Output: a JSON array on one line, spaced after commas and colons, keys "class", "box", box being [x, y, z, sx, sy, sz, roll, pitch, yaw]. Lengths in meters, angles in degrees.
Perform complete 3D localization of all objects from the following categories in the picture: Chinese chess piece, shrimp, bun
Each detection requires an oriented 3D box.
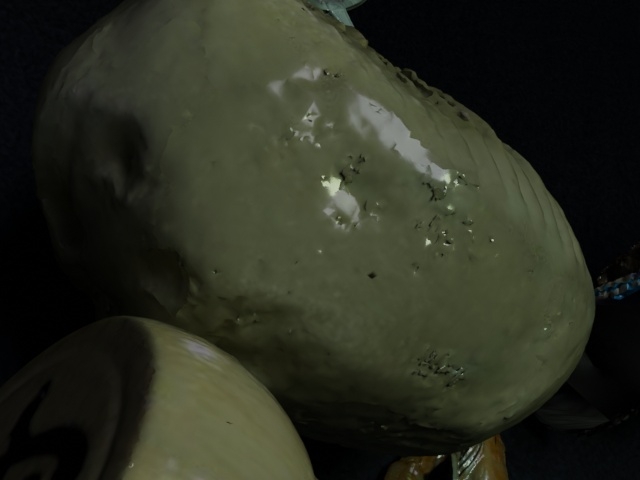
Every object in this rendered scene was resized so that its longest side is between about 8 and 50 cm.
[{"class": "Chinese chess piece", "box": [-0.115, 0.155, 0.557, 0.104, 0.257, 0.257, 42, 43, -24]}, {"class": "shrimp", "box": [0.088, 0.165, 0.865, 0.099, 0.041, 0.180, 18, 51, -7]}, {"class": "bun", "box": [0.000, 0.000, 0.753, 0.326, 0.234, 0.362, 38, 4, 32]}]

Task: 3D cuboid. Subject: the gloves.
[{"class": "gloves", "box": [0.296, 0.045, 0.978, 0.312, 0.210, 0.135, -7, 42, -40]}]

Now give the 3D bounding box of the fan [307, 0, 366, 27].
[{"class": "fan", "box": [0.001, -0.214, 1.080, 0.152, 0.008, 0.226, -14, 68, -42]}]
